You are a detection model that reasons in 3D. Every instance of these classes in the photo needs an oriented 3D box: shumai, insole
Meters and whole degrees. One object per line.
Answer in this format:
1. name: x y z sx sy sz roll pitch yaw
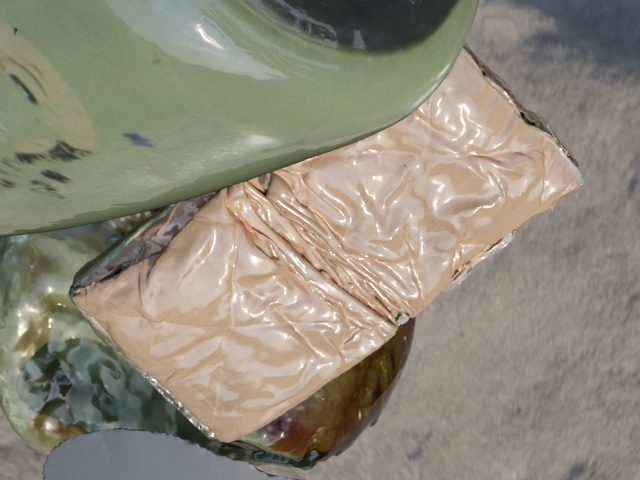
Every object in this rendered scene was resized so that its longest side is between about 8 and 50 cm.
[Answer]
1. shumai: -0.087 0.079 1.249 0.323 0.397 0.324 15 105 40
2. insole: -0.078 0.226 1.122 0.322 0.007 0.109 11 104 -6

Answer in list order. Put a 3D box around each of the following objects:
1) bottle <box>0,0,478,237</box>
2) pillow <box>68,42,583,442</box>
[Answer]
1. bottle: -0.115 -0.080 0.489 0.347 0.168 0.168 -15 64 46
2. pillow: 0.000 0.000 0.620 0.232 0.043 0.126 -38 113 13
